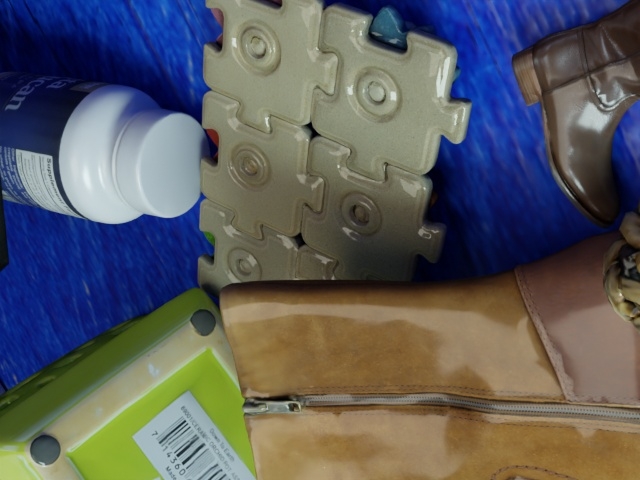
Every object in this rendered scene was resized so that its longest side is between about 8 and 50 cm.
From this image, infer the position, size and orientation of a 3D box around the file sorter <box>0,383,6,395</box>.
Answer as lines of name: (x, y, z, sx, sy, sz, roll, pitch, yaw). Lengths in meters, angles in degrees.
file sorter: (-0.418, 0.274, 0.999, 0.278, 0.173, 0.192, -28, 96, 43)

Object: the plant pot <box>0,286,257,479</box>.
plant pot: (-0.125, 0.176, 0.667, 0.228, 0.227, 0.207, 55, 141, -1)

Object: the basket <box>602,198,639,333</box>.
basket: (0.271, 0.002, 0.294, 0.299, 0.213, 0.223, 39, 132, 13)

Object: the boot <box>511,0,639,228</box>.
boot: (0.161, -0.068, 0.466, 0.114, 0.037, 0.106, -22, 101, 38)

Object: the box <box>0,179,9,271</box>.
box: (-0.309, -0.067, 0.645, 0.191, 0.045, 0.184, 8, 117, 9)

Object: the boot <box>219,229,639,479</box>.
boot: (0.099, 0.131, 0.504, 0.281, 0.096, 0.264, -10, 108, 14)

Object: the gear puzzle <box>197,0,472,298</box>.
gear puzzle: (0.000, 0.000, 0.624, 0.175, 0.044, 0.338, 25, 129, 23)

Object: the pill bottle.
pill bottle: (-0.162, -0.063, 0.671, 0.169, 0.094, 0.094, 12, 120, 32)
